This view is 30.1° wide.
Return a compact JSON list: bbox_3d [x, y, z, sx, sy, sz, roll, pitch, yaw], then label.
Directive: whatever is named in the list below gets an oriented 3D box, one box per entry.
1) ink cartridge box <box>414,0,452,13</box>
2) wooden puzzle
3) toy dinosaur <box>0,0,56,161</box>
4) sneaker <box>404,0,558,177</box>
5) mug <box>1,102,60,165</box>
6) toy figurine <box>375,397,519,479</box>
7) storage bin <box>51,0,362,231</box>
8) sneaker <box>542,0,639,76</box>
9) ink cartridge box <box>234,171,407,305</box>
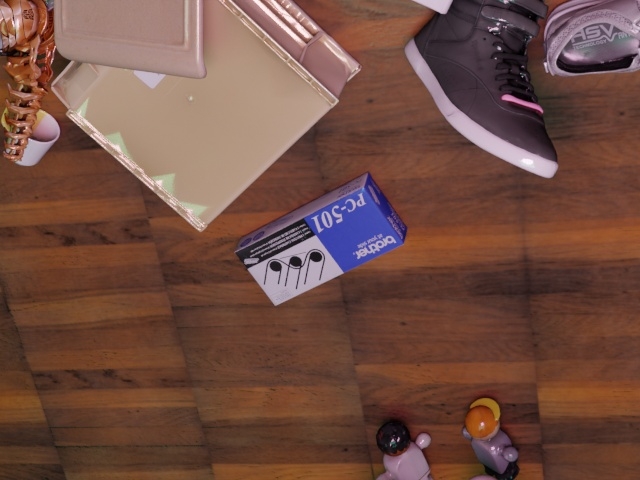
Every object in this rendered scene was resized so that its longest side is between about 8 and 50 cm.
[{"bbox_3d":[0.086,-0.471,1.191,0.285,0.166,0.395,24,123,-1],"label":"ink cartridge box"},{"bbox_3d":[-0.207,-0.303,1.296,0.221,0.044,0.238,13,114,34],"label":"wooden puzzle"},{"bbox_3d":[-0.386,-0.265,1.396,0.218,0.322,0.164,-5,162,13],"label":"toy dinosaur"},{"bbox_3d":[0.196,-0.193,1.279,0.105,0.295,0.147,18,118,-33],"label":"sneaker"},{"bbox_3d":[-0.383,-0.137,1.563,0.062,0.078,0.064,9,138,-31],"label":"mug"},{"bbox_3d":[0.167,0.331,1.618,0.213,0.209,0.148,-13,128,19],"label":"toy figurine"},{"bbox_3d":[-0.141,-0.191,1.432,0.260,0.123,0.262,42,120,-12],"label":"storage bin"},{"bbox_3d":[0.371,-0.225,1.280,0.281,0.115,0.105,-15,118,32],"label":"sneaker"},{"bbox_3d":[0.000,0.000,1.557,0.207,0.046,0.097,-27,112,25],"label":"ink cartridge box"}]
